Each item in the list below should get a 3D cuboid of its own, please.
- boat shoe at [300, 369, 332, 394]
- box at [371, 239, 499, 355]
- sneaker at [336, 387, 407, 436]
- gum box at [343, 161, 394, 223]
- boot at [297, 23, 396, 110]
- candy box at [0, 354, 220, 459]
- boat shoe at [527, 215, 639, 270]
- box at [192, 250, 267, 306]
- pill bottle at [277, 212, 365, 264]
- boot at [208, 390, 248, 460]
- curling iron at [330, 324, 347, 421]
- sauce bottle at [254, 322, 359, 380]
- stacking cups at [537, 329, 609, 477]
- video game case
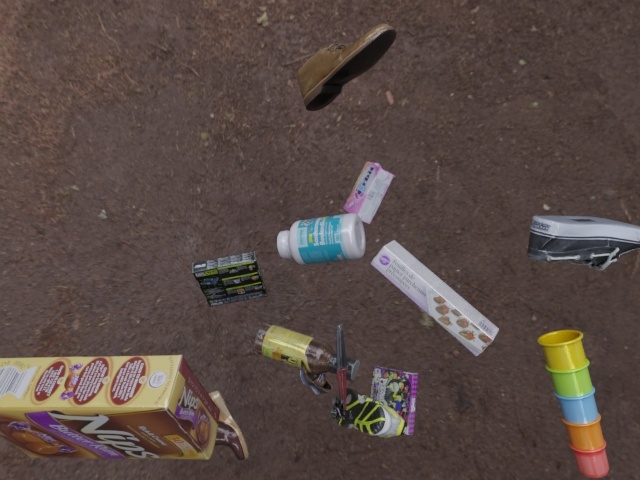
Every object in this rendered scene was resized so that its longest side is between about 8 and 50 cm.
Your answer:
[{"bbox_3d":[-0.013,0.482,1.713,0.066,0.183,0.066,-12,49,20],"label":"boat shoe"},{"bbox_3d":[0.266,0.130,1.146,0.324,0.067,0.063,41,121,15],"label":"box"},{"bbox_3d":[0.178,0.669,1.854,0.147,0.385,0.145,27,80,-19],"label":"sneaker"},{"bbox_3d":[0.158,-0.162,1.602,0.062,0.107,0.188,21,103,-26],"label":"gum box"},{"bbox_3d":[0.051,-0.458,1.225,0.112,0.305,0.115,-9,75,-50],"label":"boot"},{"bbox_3d":[-0.197,0.152,0.437,0.187,0.109,0.053,-5,46,9],"label":"candy box"},{"bbox_3d":[0.573,0.010,1.030,0.306,0.113,0.104,0,106,-23],"label":"boat shoe"},{"bbox_3d":[-0.272,0.121,1.491,0.191,0.184,0.045,-11,46,0],"label":"box"},{"bbox_3d":[0.000,0.000,1.546,0.264,0.146,0.146,-8,86,20],"label":"pill bottle"},{"bbox_3d":[-0.362,0.622,1.531,0.207,0.090,0.248,-28,86,-23],"label":"boot"},{"bbox_3d":[0.059,0.380,1.401,0.035,0.068,0.274,0,82,20],"label":"curling iron"},{"bbox_3d":[-0.045,0.363,1.575,0.344,0.111,0.111,13,80,23],"label":"sauce bottle"},{"bbox_3d":[0.571,0.364,1.080,0.096,0.096,0.316,-15,89,-14],"label":"stacking cups"},{"bbox_3d":[0.290,0.636,1.960,0.042,0.210,0.232,15,78,-40],"label":"video game case"}]
